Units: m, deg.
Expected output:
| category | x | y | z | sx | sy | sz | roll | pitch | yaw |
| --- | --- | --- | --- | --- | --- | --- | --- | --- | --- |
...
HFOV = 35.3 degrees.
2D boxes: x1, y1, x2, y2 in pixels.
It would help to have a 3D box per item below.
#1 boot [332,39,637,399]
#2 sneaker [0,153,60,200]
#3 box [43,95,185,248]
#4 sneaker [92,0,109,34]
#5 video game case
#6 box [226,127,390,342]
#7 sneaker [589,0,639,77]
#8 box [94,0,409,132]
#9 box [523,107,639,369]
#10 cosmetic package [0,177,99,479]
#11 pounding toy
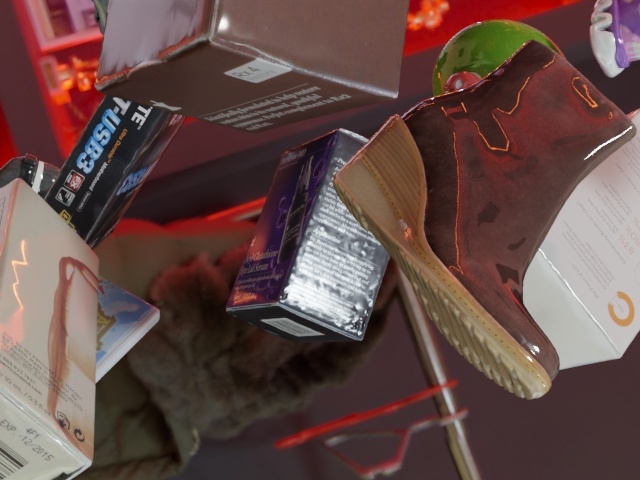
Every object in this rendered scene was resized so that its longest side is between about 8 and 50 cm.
| category | x | y | z | sx | sy | sz | roll | pitch | yaw |
| --- | --- | --- | --- | --- | --- | --- | --- | --- | --- |
| boot | 0.148 | -0.029 | 0.727 | 0.248 | 0.207 | 0.090 | 53 | -8 | 33 |
| sneaker | -0.521 | -0.044 | 1.677 | 0.121 | 0.217 | 0.079 | 29 | -1 | -20 |
| box | -0.225 | -0.116 | 1.185 | 0.073 | 0.293 | 0.295 | 31 | 8 | -5 |
| sneaker | -0.293 | -0.363 | 1.623 | 0.300 | 0.121 | 0.111 | 46 | 13 | -40 |
| video game case | -0.334 | 0.110 | 1.212 | 0.193 | 0.212 | 0.023 | 27 | -42 | 18 |
| box | 0.000 | 0.000 | 1.108 | 0.153 | 0.108 | 0.207 | -16 | -127 | 63 |
| sneaker | 0.391 | -0.311 | 1.229 | 0.095 | 0.104 | 0.236 | 37 | 52 | -48 |
| box | -0.027 | -0.276 | 0.657 | 0.191 | 0.143 | 0.381 | -1 | -103 | 59 |
| box | 0.406 | -0.001 | 1.503 | 0.215 | 0.345 | 0.168 | 51 | -32 | -7 |
| cosmetic package | -0.291 | 0.094 | 0.886 | 0.129 | 0.153 | 0.296 | 51 | 14 | -32 |
| pounding toy | 0.209 | -0.150 | 1.270 | 0.110 | 0.183 | 0.237 | -52 | 159 | -49 |
